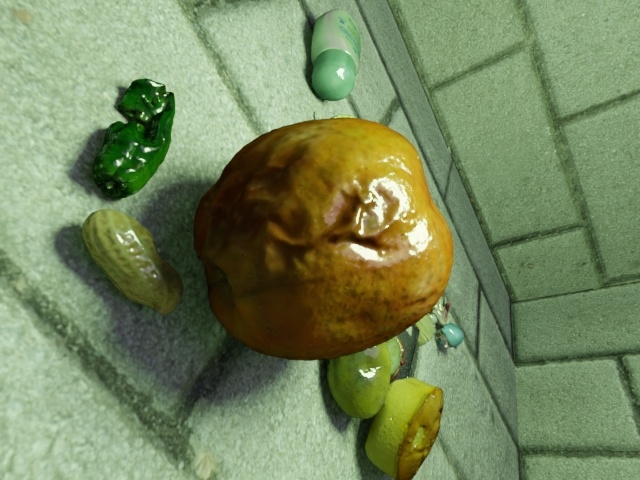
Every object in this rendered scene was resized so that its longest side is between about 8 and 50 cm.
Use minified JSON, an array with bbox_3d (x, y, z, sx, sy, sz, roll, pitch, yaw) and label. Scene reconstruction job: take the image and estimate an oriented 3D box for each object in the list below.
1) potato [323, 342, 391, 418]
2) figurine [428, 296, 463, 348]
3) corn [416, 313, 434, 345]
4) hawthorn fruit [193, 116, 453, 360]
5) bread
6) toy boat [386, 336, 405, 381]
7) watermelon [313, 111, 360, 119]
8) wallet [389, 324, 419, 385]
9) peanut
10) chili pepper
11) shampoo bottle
[{"bbox_3d":[0.093,0.314,1.034,0.143,0.170,0.247,115,-27,-71],"label":"potato"},{"bbox_3d":[0.510,0.324,1.724,0.205,0.103,0.259,26,44,-52],"label":"figurine"},{"bbox_3d":[0.283,0.244,1.383,0.305,0.124,0.122,49,40,-33],"label":"corn"},{"bbox_3d":[0.000,0.000,0.760,0.472,0.473,0.470,32,50,-47],"label":"hawthorn fruit"},{"bbox_3d":[0.233,0.496,1.089,0.270,0.148,0.269,-32,131,-45],"label":"bread"},{"bbox_3d":[0.185,0.319,1.120,0.071,0.089,0.184,100,9,-68],"label":"toy boat"},{"bbox_3d":[0.061,-0.280,1.279,0.232,0.127,0.203,-7,91,-34],"label":"watermelon"},{"bbox_3d":[0.200,0.317,1.232,0.221,0.072,0.262,48,55,-28],"label":"wallet"},{"bbox_3d":[-0.285,0.034,0.635,0.194,0.083,0.093,60,-2,-28],"label":"peanut"},{"bbox_3d":[-0.308,-0.180,0.706,0.099,0.084,0.253,31,46,-36],"label":"chili pepper"},{"bbox_3d":[0.053,-0.627,1.422,0.222,0.152,0.349,46,39,-45],"label":"shampoo bottle"}]
